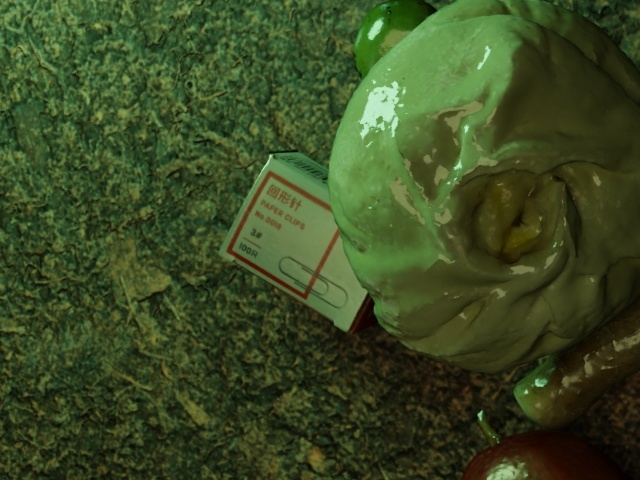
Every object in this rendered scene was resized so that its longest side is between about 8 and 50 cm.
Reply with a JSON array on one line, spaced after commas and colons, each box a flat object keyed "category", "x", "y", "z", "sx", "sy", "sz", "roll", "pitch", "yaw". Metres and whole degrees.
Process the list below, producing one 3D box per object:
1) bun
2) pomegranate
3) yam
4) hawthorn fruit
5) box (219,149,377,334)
[{"category": "bun", "x": 0.187, "y": -0.055, "z": 1.322, "sx": 0.365, "sy": 0.219, "sz": 0.365, "roll": -2, "pitch": 96, "yaw": -18}, {"category": "pomegranate", "x": 0.088, "y": -0.192, "z": 1.457, "sx": 0.115, "sy": 0.142, "sz": 0.114, "roll": 1, "pitch": 111, "yaw": 3}, {"category": "yam", "x": 0.344, "y": 0.079, "z": 1.410, "sx": 0.357, "sy": 0.081, "sz": 0.081, "roll": -40, "pitch": 79, "yaw": 22}, {"category": "hawthorn fruit", "x": 0.220, "y": 0.269, "z": 1.420, "sx": 0.196, "sy": 0.196, "sz": 0.225, "roll": -39, "pitch": 74, "yaw": 21}, {"category": "box", "x": 0.000, "y": 0.000, "z": 1.531, "sx": 0.182, "sy": 0.099, "sz": 0.133, "roll": 32, "pitch": 104, "yaw": 16}]
